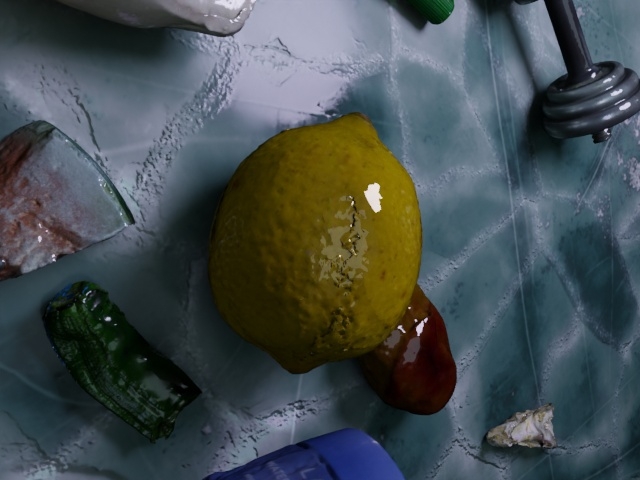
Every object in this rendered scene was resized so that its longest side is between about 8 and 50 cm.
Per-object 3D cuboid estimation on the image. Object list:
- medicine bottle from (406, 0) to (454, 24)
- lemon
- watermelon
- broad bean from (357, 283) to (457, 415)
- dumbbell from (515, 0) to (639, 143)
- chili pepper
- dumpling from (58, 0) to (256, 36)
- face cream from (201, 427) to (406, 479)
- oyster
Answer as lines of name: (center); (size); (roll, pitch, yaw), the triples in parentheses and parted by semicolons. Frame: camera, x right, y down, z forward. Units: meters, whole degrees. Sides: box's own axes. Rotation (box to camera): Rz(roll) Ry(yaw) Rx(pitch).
medicine bottle: (0.094, -0.409, 0.781); (0.260, 0.064, 0.095); (30, 78, -29)
lemon: (0.000, 0.000, 0.645); (0.257, 0.258, 0.310); (12, 92, -31)
watermelon: (-0.330, -0.013, 0.558); (0.241, 0.094, 0.154); (-41, 105, -19)
broad bean: (0.129, 0.157, 0.811); (0.156, 0.122, 0.229); (-26, 110, -24)
dumbbell: (0.416, -0.347, 0.908); (0.179, 0.179, 0.406); (-39, 112, -22)
chili pepper: (-0.230, 0.146, 0.634); (0.098, 0.061, 0.224); (-36, 114, -8)
dumpling: (-0.222, -0.360, 0.540); (0.341, 0.181, 0.260); (7, 80, -9)
face cream: (-0.022, 0.384, 0.663); (0.225, 0.249, 0.249); (-10, 99, -28)
oyster: (0.392, 0.352, 1.030); (0.199, 0.061, 0.106); (26, 63, -32)
